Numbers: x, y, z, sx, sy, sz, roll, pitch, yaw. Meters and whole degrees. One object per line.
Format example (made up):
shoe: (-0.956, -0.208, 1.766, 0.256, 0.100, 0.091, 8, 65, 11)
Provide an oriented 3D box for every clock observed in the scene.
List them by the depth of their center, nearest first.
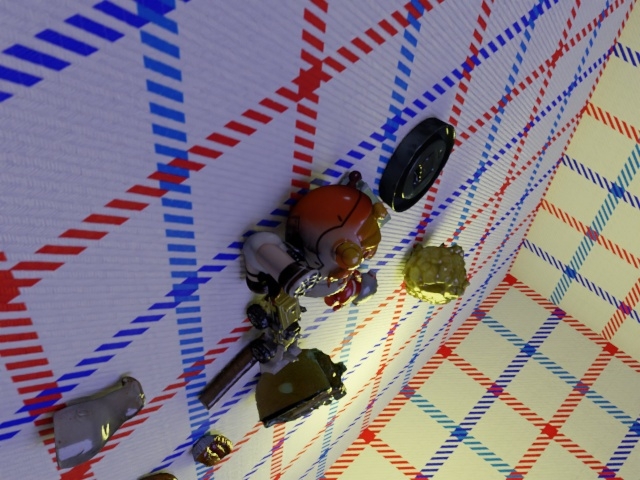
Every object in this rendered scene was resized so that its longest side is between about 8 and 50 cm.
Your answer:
clock: (0.262, -0.204, 2.064, 0.280, 0.055, 0.280, -43, 156, -25)

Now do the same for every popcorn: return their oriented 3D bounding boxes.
popcorn: (0.398, 0.104, 2.634, 0.249, 0.249, 0.225, 46, 52, -69)

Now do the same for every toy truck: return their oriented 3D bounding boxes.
toy truck: (-0.098, 0.221, 1.858, 0.136, 0.111, 0.286, -37, 141, -33)

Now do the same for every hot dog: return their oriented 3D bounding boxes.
hot dog: (-0.295, 0.585, 2.128, 0.099, 0.053, 0.192, -46, 156, -8)

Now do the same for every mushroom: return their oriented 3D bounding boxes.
mushroom: (-0.420, 0.346, 1.453, 0.225, 0.093, 0.116, -19, 119, -48)

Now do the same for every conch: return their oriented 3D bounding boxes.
conch: (0.016, 0.093, 1.914, 0.158, 0.127, 0.255, -50, 159, -9)

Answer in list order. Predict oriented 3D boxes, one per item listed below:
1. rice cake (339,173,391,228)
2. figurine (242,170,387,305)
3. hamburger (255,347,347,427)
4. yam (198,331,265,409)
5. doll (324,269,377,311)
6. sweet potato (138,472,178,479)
rice cake: (0.116, -0.091, 1.930, 0.066, 0.063, 0.336, -44, 161, 4)
figurine: (-0.003, -0.003, 1.636, 0.323, 0.196, 0.320, -32, -166, -27)
hamburger: (-0.063, 0.402, 2.173, 0.288, 0.192, 0.168, -23, 147, -6)
yam: (-0.201, 0.316, 1.920, 0.264, 0.046, 0.046, -45, 157, -21)
doll: (0.103, 0.142, 2.246, 0.245, 0.076, 0.142, -7, 131, -57)
sweet potato: (-0.405, 0.635, 1.979, 0.078, 0.058, 0.255, -31, 153, -1)
